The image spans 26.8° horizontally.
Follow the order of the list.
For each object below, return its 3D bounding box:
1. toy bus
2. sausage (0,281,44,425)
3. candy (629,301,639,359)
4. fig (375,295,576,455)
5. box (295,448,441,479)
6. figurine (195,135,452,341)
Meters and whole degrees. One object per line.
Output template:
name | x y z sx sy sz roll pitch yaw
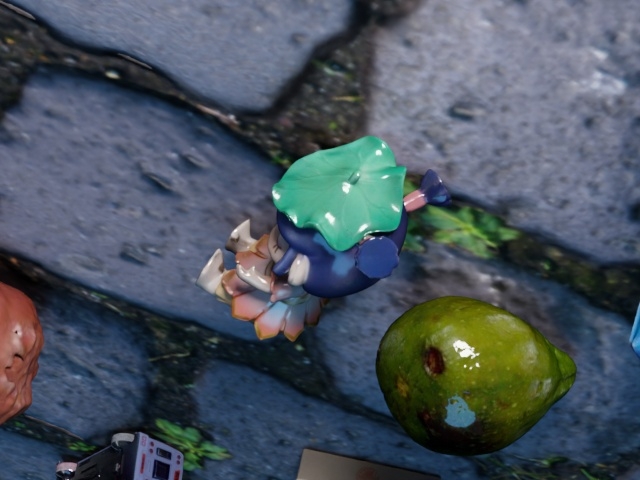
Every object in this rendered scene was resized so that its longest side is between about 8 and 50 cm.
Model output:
toy bus | -0.213 0.256 1.369 0.076 0.073 0.167 25 143 -31
sausage | -0.368 0.072 1.114 0.280 0.152 0.152 20 144 -7
candy | 0.371 0.056 0.848 0.306 0.100 0.157 -20 118 39
fig | 0.128 0.097 1.024 0.156 0.123 0.123 -13 156 -29
box | 0.039 0.289 1.337 0.141 0.058 0.201 12 145 4
figurine | 0.000 0.000 0.939 0.102 0.111 0.195 39 144 -4
